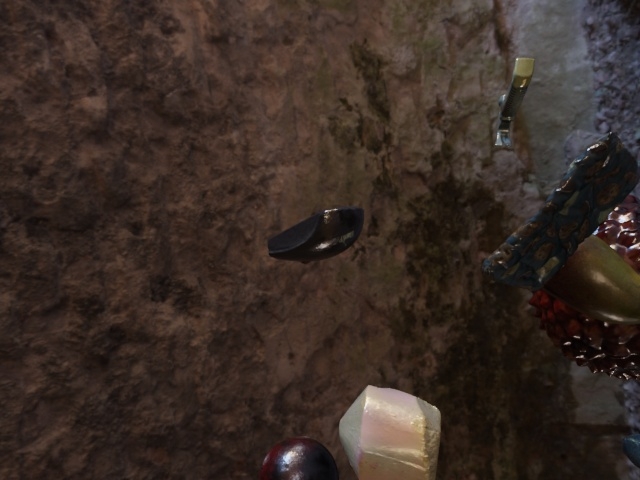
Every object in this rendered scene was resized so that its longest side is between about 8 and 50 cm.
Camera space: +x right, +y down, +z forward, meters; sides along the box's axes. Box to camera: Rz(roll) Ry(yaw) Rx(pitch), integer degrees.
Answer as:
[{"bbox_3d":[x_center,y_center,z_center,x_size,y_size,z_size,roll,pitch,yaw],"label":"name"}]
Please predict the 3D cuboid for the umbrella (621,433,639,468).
[{"bbox_3d":[0.596,0.257,0.597,0.143,0.348,0.094,98,161,-63],"label":"umbrella"}]

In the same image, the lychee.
[{"bbox_3d":[0.733,0.086,0.960,0.424,0.424,0.500,-70,4,-65],"label":"lychee"}]

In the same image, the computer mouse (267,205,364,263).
[{"bbox_3d":[0.000,0.000,1.067,0.170,0.269,0.100,2,-111,-47],"label":"computer mouse"}]

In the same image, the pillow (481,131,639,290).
[{"bbox_3d":[0.368,-0.025,0.624,0.189,0.255,0.034,14,-151,-41],"label":"pillow"}]

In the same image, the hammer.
[{"bbox_3d":[0.460,-0.332,0.991,0.226,0.041,0.159,58,-140,-69],"label":"hammer"}]

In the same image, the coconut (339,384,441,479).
[{"bbox_3d":[0.211,0.613,1.291,0.297,0.309,0.297,7,-90,-73],"label":"coconut"}]

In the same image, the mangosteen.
[{"bbox_3d":[-0.043,0.435,0.753,0.152,0.152,0.152,-8,-90,-77],"label":"mangosteen"}]

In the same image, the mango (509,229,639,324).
[{"bbox_3d":[0.473,0.053,0.756,0.111,0.267,0.133,0,-58,-53],"label":"mango"}]
